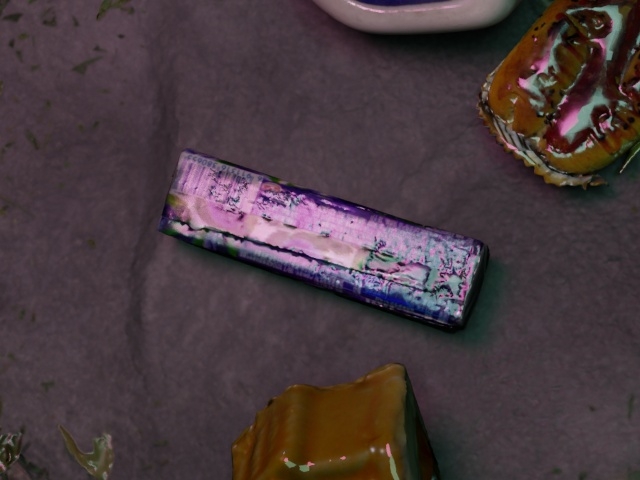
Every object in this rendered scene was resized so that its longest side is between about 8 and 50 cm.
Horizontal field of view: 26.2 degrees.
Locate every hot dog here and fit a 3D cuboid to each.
[{"bbox_3d":[0.270,-0.170,1.275,0.162,0.082,0.270,43,89,16],"label":"hot dog"}]

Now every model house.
[{"bbox_3d":[-0.003,0.263,1.195,0.239,0.173,0.268,-13,71,13],"label":"model house"}]

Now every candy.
[{"bbox_3d":[0.000,0.000,1.291,0.312,0.061,0.088,18,83,13],"label":"candy"}]

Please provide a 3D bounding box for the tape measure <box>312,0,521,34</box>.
[{"bbox_3d":[0.073,-0.323,1.259,0.258,0.130,0.265,11,124,17],"label":"tape measure"}]
